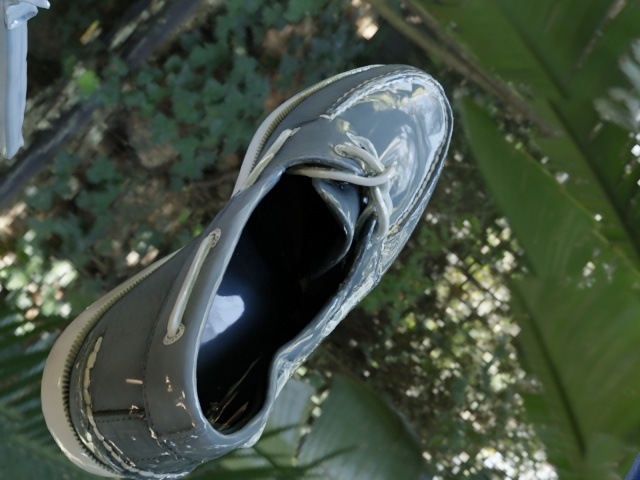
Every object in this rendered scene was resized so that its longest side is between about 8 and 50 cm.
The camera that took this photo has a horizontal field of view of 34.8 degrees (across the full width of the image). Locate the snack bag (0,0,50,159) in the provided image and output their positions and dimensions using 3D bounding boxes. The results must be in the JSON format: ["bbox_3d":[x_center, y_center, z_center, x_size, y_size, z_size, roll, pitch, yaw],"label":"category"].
[{"bbox_3d":[-0.197,-0.218,0.468,0.037,0.342,0.323,-18,178,-19],"label":"snack bag"}]

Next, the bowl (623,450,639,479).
[{"bbox_3d":[0.308,0.205,0.486,0.391,0.077,0.391,-36,-140,37],"label":"bowl"}]

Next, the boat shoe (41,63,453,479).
[{"bbox_3d":[0.000,0.000,0.526,0.099,0.116,0.319,-12,-154,47],"label":"boat shoe"}]
